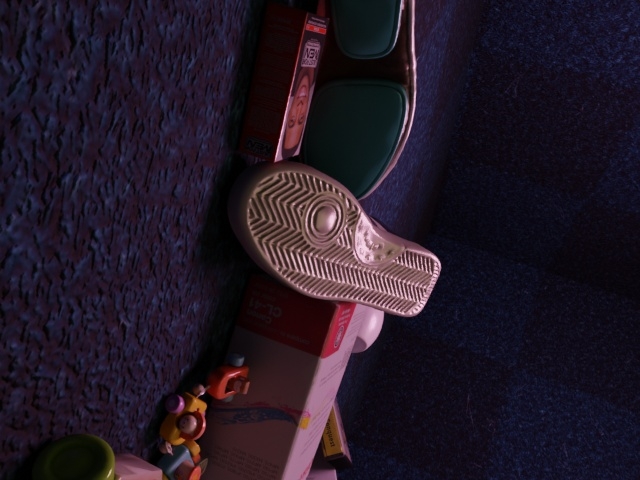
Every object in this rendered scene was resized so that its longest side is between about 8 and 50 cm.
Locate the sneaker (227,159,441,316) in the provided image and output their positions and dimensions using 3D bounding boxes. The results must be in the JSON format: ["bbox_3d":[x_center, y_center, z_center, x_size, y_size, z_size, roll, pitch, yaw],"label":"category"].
[{"bbox_3d":[0.000,0.000,0.718,0.350,0.148,0.131,32,87,-45],"label":"sneaker"}]

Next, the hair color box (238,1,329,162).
[{"bbox_3d":[-0.036,-0.153,0.571,0.072,0.043,0.141,-40,148,-66],"label":"hair color box"}]

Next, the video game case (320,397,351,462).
[{"bbox_3d":[0.010,0.285,1.072,0.275,0.035,0.248,76,0,-65],"label":"video game case"}]

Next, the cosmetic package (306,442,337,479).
[{"bbox_3d":[-0.049,0.549,1.107,0.224,0.138,0.224,-102,-161,-57],"label":"cosmetic package"}]

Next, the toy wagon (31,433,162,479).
[{"bbox_3d":[-0.229,0.315,0.399,0.344,0.068,0.267,-50,155,-56],"label":"toy wagon"}]

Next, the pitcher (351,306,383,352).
[{"bbox_3d":[0.070,0.145,1.265,0.178,0.125,0.207,116,-8,-51],"label":"pitcher"}]

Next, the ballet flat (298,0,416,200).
[{"bbox_3d":[0.047,-0.219,0.670,0.400,0.139,0.139,93,21,-47],"label":"ballet flat"}]

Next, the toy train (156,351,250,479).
[{"bbox_3d":[-0.127,0.213,0.652,0.125,0.046,0.166,5,105,-60],"label":"toy train"}]

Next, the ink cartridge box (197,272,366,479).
[{"bbox_3d":[-0.051,0.204,0.812,0.226,0.131,0.306,11,99,-76],"label":"ink cartridge box"}]
